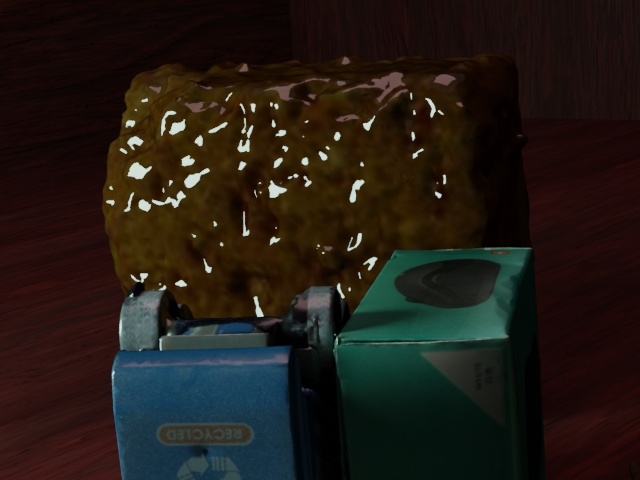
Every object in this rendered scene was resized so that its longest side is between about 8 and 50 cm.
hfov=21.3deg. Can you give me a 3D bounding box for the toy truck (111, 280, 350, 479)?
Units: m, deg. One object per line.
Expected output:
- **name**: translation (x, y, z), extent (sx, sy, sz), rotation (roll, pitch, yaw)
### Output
- **toy truck**: translation (-0.046, 0.126, 1.195), extent (0.146, 0.175, 0.367), rotation (-1, -10, 10)

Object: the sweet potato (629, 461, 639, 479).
- **sweet potato**: translation (0.252, 0.187, 1.264), extent (0.049, 0.049, 0.117), rotation (-6, 14, -10)

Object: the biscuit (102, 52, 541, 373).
- **biscuit**: translation (0.000, 0.000, 1.591), extent (0.395, 0.342, 0.166), rotation (-3, 13, 20)

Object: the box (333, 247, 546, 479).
- **box**: translation (0.095, 0.129, 1.223), extent (0.118, 0.205, 0.311), rotation (-4, 9, 11)
